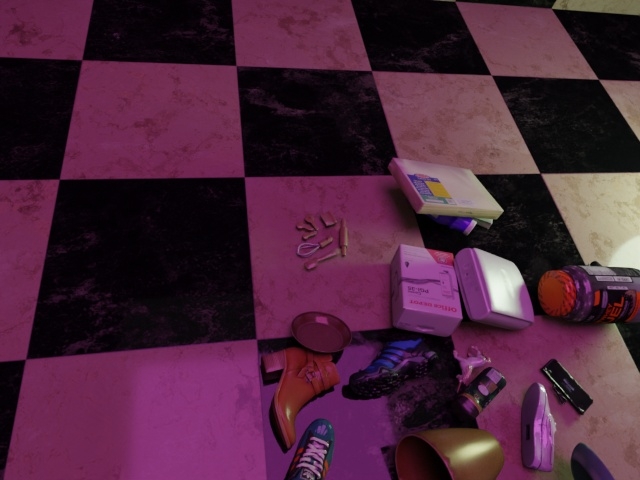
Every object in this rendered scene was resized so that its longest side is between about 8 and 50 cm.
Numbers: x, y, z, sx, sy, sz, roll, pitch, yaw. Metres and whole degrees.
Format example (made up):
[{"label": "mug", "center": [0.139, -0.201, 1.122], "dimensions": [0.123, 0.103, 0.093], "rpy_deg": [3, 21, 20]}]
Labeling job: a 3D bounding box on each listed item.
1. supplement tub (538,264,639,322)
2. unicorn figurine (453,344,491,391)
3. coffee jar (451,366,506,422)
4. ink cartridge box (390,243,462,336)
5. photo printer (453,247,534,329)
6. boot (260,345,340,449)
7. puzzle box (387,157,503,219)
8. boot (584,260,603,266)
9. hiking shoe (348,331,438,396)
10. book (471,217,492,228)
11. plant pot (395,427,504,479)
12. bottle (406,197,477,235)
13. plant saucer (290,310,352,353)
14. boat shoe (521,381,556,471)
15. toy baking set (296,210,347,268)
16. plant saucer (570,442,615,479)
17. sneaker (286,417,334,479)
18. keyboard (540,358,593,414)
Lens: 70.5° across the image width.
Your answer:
[{"label": "supplement tub", "center": [0.984, 0.194, 1.629], "dimensions": [0.337, 0.207, 0.207], "rpy_deg": [2, 58, -8]}, {"label": "unicorn figurine", "center": [0.483, 0.403, 1.480], "dimensions": [0.162, 0.060, 0.111], "rpy_deg": [-26, 31, -4]}, {"label": "coffee jar", "center": [0.495, 0.486, 1.423], "dimensions": [0.184, 0.096, 0.079], "rpy_deg": [-33, 67, -25]}, {"label": "ink cartridge box", "center": [0.358, 0.167, 1.558], "dimensions": [0.207, 0.117, 0.283], "rpy_deg": [10, 47, -5]}, {"label": "photo printer", "center": [0.615, 0.176, 1.574], "dimensions": [0.307, 0.107, 0.256], "rpy_deg": [18, 53, -34]}, {"label": "boot", "center": [-0.046, 0.453, 1.352], "dimensions": [0.220, 0.109, 0.283], "rpy_deg": [-6, 52, -18]}, {"label": "puzzle box", "center": [0.486, -0.201, 1.766], "dimensions": [0.408, 0.052, 0.272], "rpy_deg": [3, 45, -27]}, {"label": "boot", "center": [1.086, 0.139, 1.778], "dimensions": [0.099, 0.045, 0.121], "rpy_deg": [-27, 60, -27]}, {"label": "hiking shoe", "center": [0.217, 0.395, 1.439], "dimensions": [0.304, 0.113, 0.132], "rpy_deg": [-13, 40, -19]}, {"label": "book", "center": [0.636, -0.117, 1.864], "dimensions": [0.144, 0.035, 0.096], "rpy_deg": [21, 53, 4]}, {"label": "plant pot", "center": [0.379, 0.624, 1.262], "dimensions": [0.254, 0.237, 0.237], "rpy_deg": [-6, 59, -31]}, {"label": "bottle", "center": [0.483, -0.127, 1.801], "dimensions": [0.283, 0.092, 0.118], "rpy_deg": [37, 51, 13]}, {"label": "plant saucer", "center": [0.000, 0.300, 1.444], "dimensions": [0.198, 0.036, 0.199], "rpy_deg": [11, 26, -5]}, {"label": "boat shoe", "center": [0.686, 0.580, 1.412], "dimensions": [0.084, 0.095, 0.258], "rpy_deg": [19, 67, -3]}, {"label": "toy baking set", "center": [0.007, -0.001, 1.678], "dimensions": [0.196, 0.030, 0.256], "rpy_deg": [1, 58, -7]}, {"label": "plant saucer", "center": [0.765, 0.718, 1.221], "dimensions": [0.043, 0.317, 0.318], "rpy_deg": [-20, 62, 6]}, {"label": "sneaker", "center": [-0.029, 0.626, 1.224], "dimensions": [0.108, 0.121, 0.302], "rpy_deg": [22, 57, 3]}, {"label": "keyboard", "center": [0.820, 0.496, 1.522], "dimensions": [0.108, 0.023, 0.180], "rpy_deg": [-26, 65, -30]}]
